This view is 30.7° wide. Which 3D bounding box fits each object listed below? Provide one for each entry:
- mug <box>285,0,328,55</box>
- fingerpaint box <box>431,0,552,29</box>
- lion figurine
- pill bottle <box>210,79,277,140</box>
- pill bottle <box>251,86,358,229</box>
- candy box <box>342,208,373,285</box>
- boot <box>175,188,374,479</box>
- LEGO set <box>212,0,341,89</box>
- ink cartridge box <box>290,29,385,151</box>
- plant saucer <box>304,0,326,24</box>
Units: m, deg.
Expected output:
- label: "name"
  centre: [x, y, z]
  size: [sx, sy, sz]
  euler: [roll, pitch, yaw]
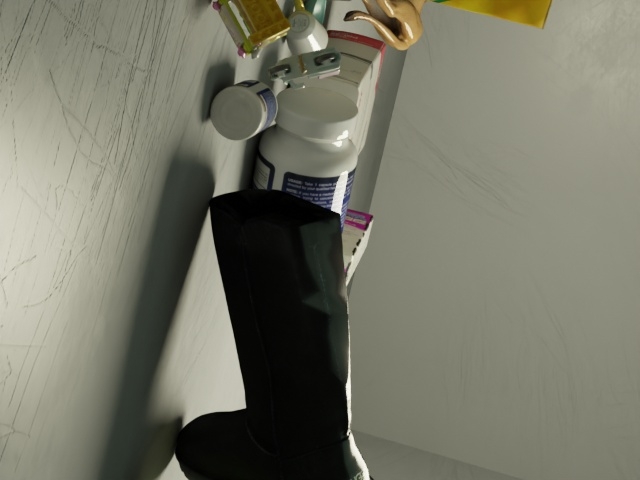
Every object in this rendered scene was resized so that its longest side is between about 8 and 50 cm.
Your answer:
- label: "mug"
  centre: [-0.030, -0.314, 1.720]
  size: [0.062, 0.078, 0.064]
  euler: [-42, 162, -1]
- label: "fingerpaint box"
  centre: [0.198, -0.530, 1.717]
  size: [0.163, 0.371, 0.445]
  euler: [99, 9, -45]
- label: "lion figurine"
  centre: [0.160, -0.469, 2.181]
  size: [0.240, 0.142, 0.392]
  euler: [55, 50, -40]
- label: "pill bottle"
  centre: [-0.091, -0.164, 1.449]
  size: [0.120, 0.067, 0.067]
  euler: [-51, 155, -73]
- label: "pill bottle"
  centre: [-0.027, -0.091, 1.776]
  size: [0.153, 0.153, 0.265]
  euler: [-64, 167, -59]
- label: "candy box"
  centre: [0.000, 0.000, 2.181]
  size: [0.233, 0.159, 0.071]
  euler: [-56, 159, -67]
- label: "boot"
  centre: [-0.097, 0.146, 1.596]
  size: [0.146, 0.367, 0.445]
  euler: [-34, 121, -42]
- label: "LEGO set"
  centre: [-0.062, -0.300, 1.249]
  size: [0.107, 0.132, 0.287]
  euler: [150, -66, -76]
- label: "ink cartridge box"
  centre: [0.019, -0.226, 2.002]
  size: [0.283, 0.117, 0.207]
  euler: [-61, 165, -65]
- label: "plant saucer"
  centre: [-0.017, -0.344, 1.851]
  size: [0.119, 0.021, 0.119]
  euler: [16, 90, -84]
